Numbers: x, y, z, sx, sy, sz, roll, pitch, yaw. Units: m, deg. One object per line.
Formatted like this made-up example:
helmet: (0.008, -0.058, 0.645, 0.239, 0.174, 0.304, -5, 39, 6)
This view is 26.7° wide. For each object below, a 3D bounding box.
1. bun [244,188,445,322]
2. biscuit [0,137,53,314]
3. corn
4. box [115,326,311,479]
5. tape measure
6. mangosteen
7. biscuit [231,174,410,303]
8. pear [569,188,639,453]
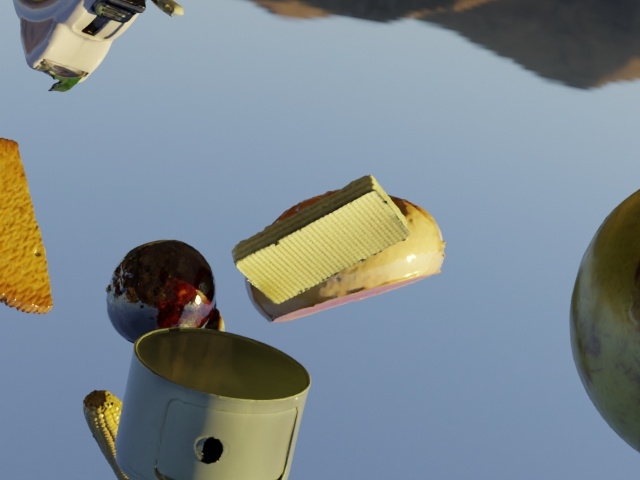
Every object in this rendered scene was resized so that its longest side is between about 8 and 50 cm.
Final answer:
bun: (0.031, 0.008, 1.962, 0.299, 0.164, 0.299, -16, 176, -1)
biscuit: (-0.345, -0.020, 1.404, 0.025, 0.206, 0.126, -31, 156, 34)
corn: (-0.327, 0.339, 2.248, 0.080, 0.231, 0.080, -12, -141, 10)
box: (-0.137, 0.220, 1.701, 0.226, 0.149, 0.226, 12, -165, -3)
tape measure: (-0.233, -0.275, 1.364, 0.105, 0.178, 0.196, 14, -126, -44)
mangosteen: (-0.213, 0.085, 1.928, 0.184, 0.172, 0.172, 35, -168, -15)
biscuit: (0.000, 0.000, 1.648, 0.121, 0.199, 0.040, 47, -160, -53)
pear: (0.350, 0.068, 1.150, 0.284, 0.283, 0.283, 9, -162, -3)
